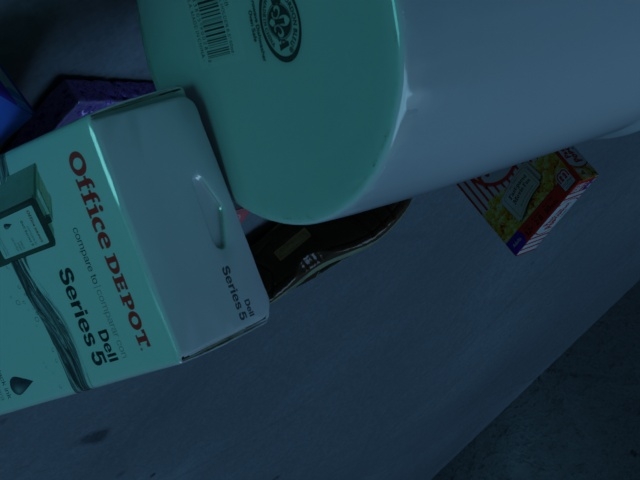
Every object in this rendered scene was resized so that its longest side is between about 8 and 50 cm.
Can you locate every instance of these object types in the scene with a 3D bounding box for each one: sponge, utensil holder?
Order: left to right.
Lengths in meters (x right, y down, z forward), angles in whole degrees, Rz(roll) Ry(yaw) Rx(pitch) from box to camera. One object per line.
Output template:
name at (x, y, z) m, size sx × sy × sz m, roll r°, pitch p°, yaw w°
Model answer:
sponge at (-0.191, -0.095, 1.403) m, size 0.117 × 0.031 × 0.210 m, roll -46°, pitch 159°, yaw 25°
utensil holder at (0.096, -0.203, 1.226) m, size 0.385 × 0.328 × 0.328 m, roll -20°, pitch 154°, yaw -39°

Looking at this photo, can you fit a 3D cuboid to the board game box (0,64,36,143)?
board game box at (-0.401, -0.037, 1.089) m, size 0.347 × 0.078 × 0.233 m, roll -39°, pitch 161°, yaw 5°

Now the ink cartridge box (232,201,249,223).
ink cartridge box at (-0.171, 0.016, 1.640) m, size 0.115 × 0.067 × 0.198 m, roll -17°, pitch 153°, yaw -47°

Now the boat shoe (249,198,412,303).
boat shoe at (-0.004, -0.007, 1.881) m, size 0.257 × 0.095 × 0.095 m, roll -30°, pitch 175°, yaw -3°

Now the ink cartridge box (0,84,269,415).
ink cartridge box at (-0.199, 0.017, 1.227) m, size 0.273 × 0.198 × 0.114 m, roll -19°, pitch -176°, yaw 39°

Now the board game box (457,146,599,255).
board game box at (0.233, -0.101, 1.904) m, size 0.045 × 0.193 × 0.147 m, roll -18°, pitch 152°, yaw -44°
